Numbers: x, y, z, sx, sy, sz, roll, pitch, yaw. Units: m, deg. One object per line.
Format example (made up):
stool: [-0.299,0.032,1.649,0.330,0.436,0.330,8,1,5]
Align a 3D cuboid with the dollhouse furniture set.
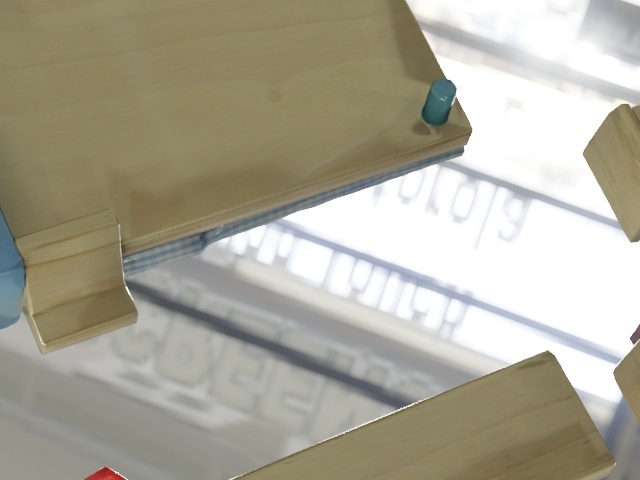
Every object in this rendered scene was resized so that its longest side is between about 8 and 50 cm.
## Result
dollhouse furniture set: [0.000,0.000,0.777,0.286,0.303,0.198,-20,159,-19]

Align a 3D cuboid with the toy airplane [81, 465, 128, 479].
toy airplane: [-0.163,0.140,0.921,0.151,0.151,0.028,18,-174,-9]
